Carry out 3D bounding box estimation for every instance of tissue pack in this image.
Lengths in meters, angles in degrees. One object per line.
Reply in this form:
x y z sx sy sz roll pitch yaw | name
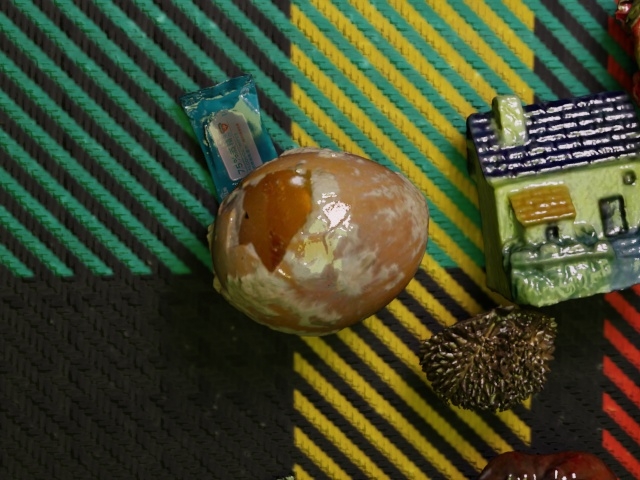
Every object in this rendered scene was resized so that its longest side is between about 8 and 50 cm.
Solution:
-0.088 -0.103 1.700 0.085 0.028 0.138 -19 103 -1 | tissue pack

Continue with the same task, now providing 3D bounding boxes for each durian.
0.183 0.129 1.680 0.148 0.188 0.091 0 52 -8 | durian

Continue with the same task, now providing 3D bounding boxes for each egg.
0.000 0.000 1.640 0.233 0.195 0.195 -12 98 -2 | egg

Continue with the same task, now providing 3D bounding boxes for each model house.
0.264 -0.057 1.674 0.194 0.170 0.211 -10 97 -3 | model house

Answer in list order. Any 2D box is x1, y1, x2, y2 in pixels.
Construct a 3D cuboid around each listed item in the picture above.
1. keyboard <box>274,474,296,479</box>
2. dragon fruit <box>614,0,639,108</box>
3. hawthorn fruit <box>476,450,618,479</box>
-0.029 0.374 1.761 0.093 0.025 0.230 -22 98 -1 | keyboard
0.447 -0.184 1.650 0.302 0.231 0.237 29 127 -2 | dragon fruit
0.246 0.349 1.709 0.208 0.208 0.248 -21 119 -4 | hawthorn fruit
